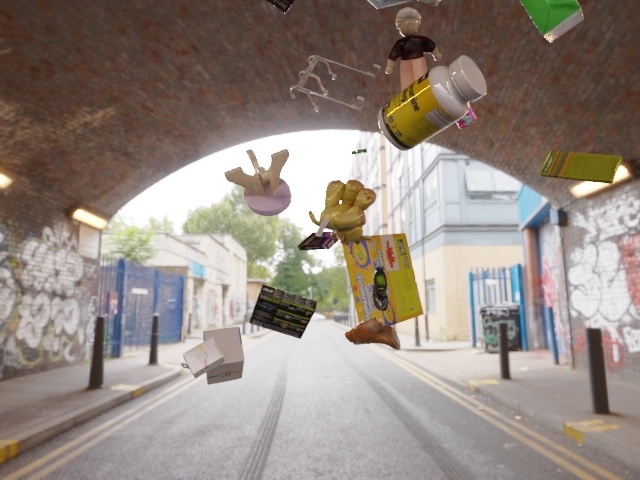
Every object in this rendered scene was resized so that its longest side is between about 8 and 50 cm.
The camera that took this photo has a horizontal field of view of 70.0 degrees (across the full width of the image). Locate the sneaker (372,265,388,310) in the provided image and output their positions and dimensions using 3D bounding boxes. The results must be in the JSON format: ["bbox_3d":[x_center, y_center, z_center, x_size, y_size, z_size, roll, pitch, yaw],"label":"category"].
[{"bbox_3d":[0.245,0.201,1.890,0.067,0.188,0.078,-1,4,12],"label":"sneaker"}]

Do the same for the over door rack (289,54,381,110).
[{"bbox_3d":[0.061,-0.648,1.915,0.325,0.239,0.108,15,-31,14],"label":"over door rack"}]

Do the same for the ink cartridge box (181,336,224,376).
[{"bbox_3d":[-0.443,0.443,1.706,0.143,0.090,0.092,-29,-20,-22],"label":"ink cartridge box"}]

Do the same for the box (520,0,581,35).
[{"bbox_3d":[0.710,-0.788,1.453,0.127,0.261,0.231,-32,-3,34],"label":"box"}]

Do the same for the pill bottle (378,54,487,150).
[{"bbox_3d":[0.370,-0.456,1.529,0.188,0.187,0.334,7,-25,-40],"label":"pill bottle"}]

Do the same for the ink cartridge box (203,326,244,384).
[{"bbox_3d":[-0.448,0.531,2.105,0.168,0.171,0.232,-5,-35,-17],"label":"ink cartridge box"}]

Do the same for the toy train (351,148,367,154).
[{"bbox_3d":[0.190,-0.439,2.254,0.083,0.017,0.023,-10,-52,-4],"label":"toy train"}]

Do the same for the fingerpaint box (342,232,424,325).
[{"bbox_3d":[0.320,0.199,2.322,0.163,0.444,0.371,-17,-8,41],"label":"fingerpaint box"}]

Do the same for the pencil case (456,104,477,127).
[{"bbox_3d":[0.664,-0.661,2.200,0.104,0.236,0.104,-30,17,10],"label":"pencil case"}]

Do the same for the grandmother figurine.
[{"bbox_3d":[0.341,-0.666,1.669,0.208,0.342,0.104,-17,21,-10],"label":"grandmother figurine"}]

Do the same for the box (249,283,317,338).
[{"bbox_3d":[-0.127,0.239,1.515,0.191,0.045,0.184,18,-48,-5],"label":"box"}]

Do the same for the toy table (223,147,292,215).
[{"bbox_3d":[-0.214,-0.227,1.706,0.252,0.160,0.274,-31,40,-19],"label":"toy table"}]

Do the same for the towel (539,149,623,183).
[{"bbox_3d":[0.880,-0.254,1.558,0.021,0.102,0.237,26,-4,-42],"label":"towel"}]

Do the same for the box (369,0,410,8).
[{"bbox_3d":[0.244,-0.943,1.681,0.156,0.093,0.158,6,3,35],"label":"box"}]

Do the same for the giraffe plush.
[{"bbox_3d":[0.084,-0.060,1.385,0.181,0.210,0.170,37,-6,38],"label":"giraffe plush"}]

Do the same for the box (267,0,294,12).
[{"bbox_3d":[-0.086,-0.927,1.411,0.191,0.143,0.381,23,-31,-25],"label":"box"}]

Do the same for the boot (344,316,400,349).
[{"bbox_3d":[0.201,0.372,1.739,0.152,0.073,0.197,-31,-63,26],"label":"boot"}]

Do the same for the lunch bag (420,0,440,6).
[{"bbox_3d":[0.315,-0.809,1.283,0.169,0.287,0.235,18,-57,-10],"label":"lunch bag"}]

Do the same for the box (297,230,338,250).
[{"bbox_3d":[0.000,0.000,1.876,0.162,0.029,0.116,-4,28,40],"label":"box"}]
